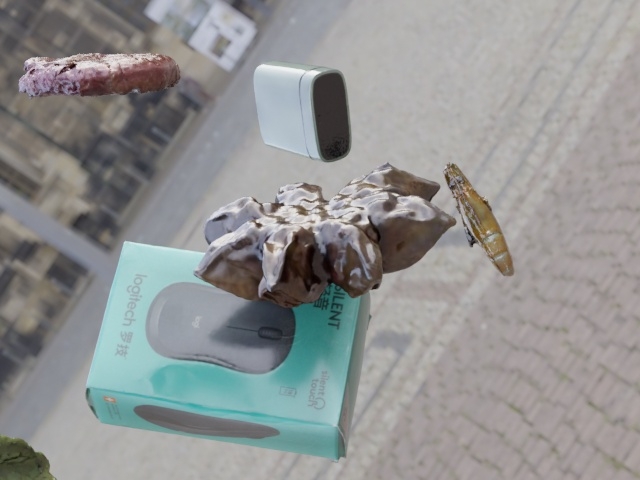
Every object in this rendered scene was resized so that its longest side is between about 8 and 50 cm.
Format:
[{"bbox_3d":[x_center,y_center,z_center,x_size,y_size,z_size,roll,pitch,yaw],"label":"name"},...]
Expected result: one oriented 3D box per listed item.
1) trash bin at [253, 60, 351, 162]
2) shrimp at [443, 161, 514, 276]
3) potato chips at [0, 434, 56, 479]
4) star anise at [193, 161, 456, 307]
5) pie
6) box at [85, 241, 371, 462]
[{"bbox_3d":[-0.023,-0.164,1.797,0.059,0.116,0.130,-17,21,-32],"label":"trash bin"},{"bbox_3d":[0.198,-0.029,1.746,0.045,0.162,0.095,-28,6,21],"label":"shrimp"},{"bbox_3d":[-0.366,0.355,1.254,0.429,0.070,0.359,-5,-85,-60],"label":"potato chips"},{"bbox_3d":[0.007,-0.009,1.628,0.315,0.108,0.315,-16,22,7],"label":"star anise"},{"bbox_3d":[-0.196,-0.148,1.275,0.154,0.154,0.036,-108,16,-80],"label":"pie"},{"bbox_3d":[-0.106,0.130,1.705,0.118,0.311,0.205,88,-168,-64],"label":"box"}]
